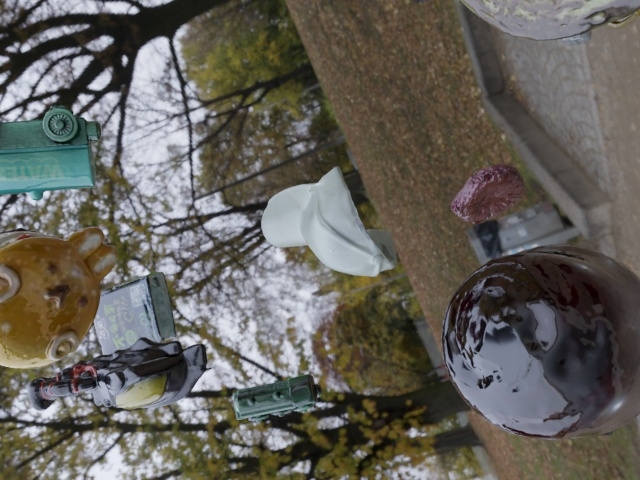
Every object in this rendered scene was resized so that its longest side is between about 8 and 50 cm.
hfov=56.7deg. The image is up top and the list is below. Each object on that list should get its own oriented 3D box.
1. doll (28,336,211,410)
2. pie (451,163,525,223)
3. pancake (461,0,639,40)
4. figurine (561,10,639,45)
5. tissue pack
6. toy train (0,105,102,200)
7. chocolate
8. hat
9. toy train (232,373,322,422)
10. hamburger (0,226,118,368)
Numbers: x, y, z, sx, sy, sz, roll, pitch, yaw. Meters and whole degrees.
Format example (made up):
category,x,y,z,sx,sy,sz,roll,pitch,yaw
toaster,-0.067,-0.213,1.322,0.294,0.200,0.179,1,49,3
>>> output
category,x,y,z,sx,sy,sz,roll,pitch,yaw
doll,-0.244,0.174,0.750,0.127,0.249,0.088,-66,-42,-62
pie,0.339,-0.090,1.190,0.153,0.154,0.038,57,-171,-48
pancake,0.216,-0.299,0.589,0.031,0.250,0.250,-57,-37,-18
figurine,0.552,-0.501,1.028,0.284,0.167,0.342,65,146,29
tissue pack,-0.478,0.189,1.508,0.073,0.236,0.173,-7,-100,-58
toy train,-0.508,-0.149,1.035,0.101,0.248,0.159,-150,54,-75
chocolate,0.371,0.184,1.022,0.331,0.384,0.383,0,-114,-45
hat,0.005,-0.006,1.279,0.258,0.302,0.168,47,-134,-42
toy train,-0.084,0.292,1.102,0.111,0.171,0.071,65,-167,-70
hamburger,-0.545,0.101,1.156,0.303,0.186,0.260,-43,-56,-42
